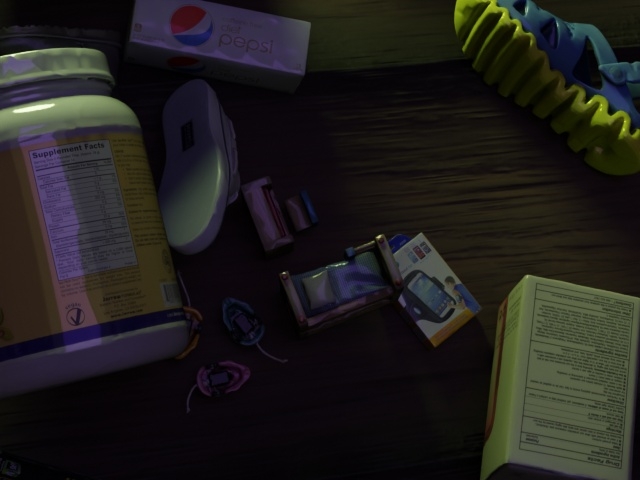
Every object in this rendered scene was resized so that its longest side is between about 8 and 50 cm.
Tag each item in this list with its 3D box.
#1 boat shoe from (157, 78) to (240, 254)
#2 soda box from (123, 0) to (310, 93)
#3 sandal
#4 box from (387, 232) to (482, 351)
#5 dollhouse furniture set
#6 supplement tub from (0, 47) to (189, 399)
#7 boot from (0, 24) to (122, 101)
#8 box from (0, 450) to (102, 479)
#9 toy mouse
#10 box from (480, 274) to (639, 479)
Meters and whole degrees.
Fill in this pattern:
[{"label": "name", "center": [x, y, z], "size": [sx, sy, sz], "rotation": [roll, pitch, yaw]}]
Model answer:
[{"label": "boat shoe", "center": [-0.127, -0.075, 1.684], "size": [0.084, 0.095, 0.258], "rotation": [46, 32, -39]}, {"label": "soda box", "center": [-0.125, -0.239, 1.785], "size": [0.216, 0.069, 0.074], "rotation": [10, 73, -11]}, {"label": "sandal", "center": [0.305, -0.225, 1.868], "size": [0.317, 0.126, 0.138], "rotation": [41, 66, -9]}, {"label": "box", "center": [0.122, 0.056, 1.787], "size": [0.081, 0.028, 0.136], "rotation": [-37, 88, -20]}, {"label": "dollhouse furniture set", "center": [0.000, 0.000, 1.704], "size": [0.129, 0.129, 0.184], "rotation": [-21, 81, -5]}, {"label": "supplement tub", "center": [-0.287, -0.014, 1.555], "size": [0.241, 0.241, 0.331], "rotation": [-13, 86, -17]}, {"label": "boot", "center": [-0.305, -0.142, 1.720], "size": [0.189, 0.076, 0.209], "rotation": [-1, 82, -12]}, {"label": "box", "center": [-0.279, 0.328, 1.559], "size": [0.184, 0.045, 0.191], "rotation": [17, 41, -6]}, {"label": "toy mouse", "center": [-0.109, 0.126, 1.707], "size": [0.143, 0.031, 0.161], "rotation": [11, 73, -11]}, {"label": "box", "center": [0.280, 0.178, 1.725], "size": [0.148, 0.127, 0.232], "rotation": [12, 67, -5]}]
